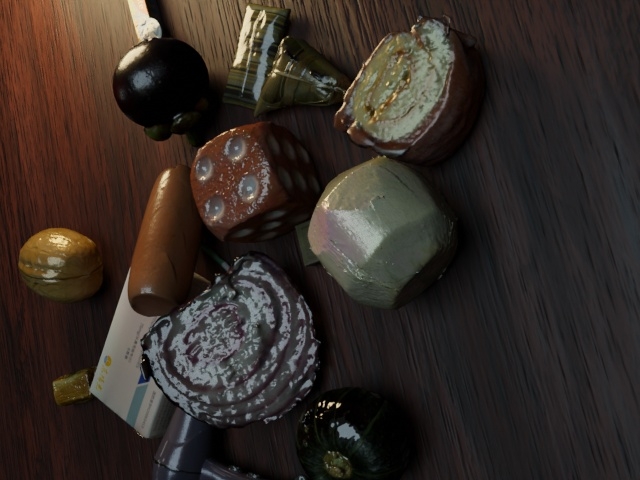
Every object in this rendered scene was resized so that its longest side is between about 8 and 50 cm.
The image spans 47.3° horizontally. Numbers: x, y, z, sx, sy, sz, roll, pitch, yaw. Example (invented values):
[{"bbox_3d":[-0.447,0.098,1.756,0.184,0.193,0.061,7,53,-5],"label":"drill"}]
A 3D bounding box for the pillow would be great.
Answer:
[{"bbox_3d":[-0.128,-0.357,1.421,0.113,0.038,0.203,19,98,32],"label":"pillow"}]

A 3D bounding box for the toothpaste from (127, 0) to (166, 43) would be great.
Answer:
[{"bbox_3d":[-0.370,-0.491,1.584,0.070,0.044,0.193,-25,75,28],"label":"toothpaste"}]

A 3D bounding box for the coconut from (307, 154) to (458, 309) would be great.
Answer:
[{"bbox_3d":[0.090,-0.021,1.153,0.230,0.227,0.227,48,112,20],"label":"coconut"}]

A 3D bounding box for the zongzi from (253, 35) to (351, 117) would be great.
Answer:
[{"bbox_3d":[-0.030,-0.251,1.332,0.189,0.081,0.178,45,118,25],"label":"zongzi"}]

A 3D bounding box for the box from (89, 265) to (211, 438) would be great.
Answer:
[{"bbox_3d":[-0.349,0.211,1.516,0.200,0.065,0.343,27,102,31],"label":"box"}]

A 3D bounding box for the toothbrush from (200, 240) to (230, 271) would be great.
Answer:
[{"bbox_3d":[-0.206,0.037,1.461,0.257,0.018,0.024,36,103,29],"label":"toothbrush"}]

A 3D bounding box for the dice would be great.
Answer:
[{"bbox_3d":[-0.115,-0.104,1.317,0.179,0.175,0.174,-29,71,29],"label":"dice"}]

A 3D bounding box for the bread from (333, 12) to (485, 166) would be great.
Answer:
[{"bbox_3d":[0.160,-0.238,1.178,0.190,0.123,0.244,41,109,26],"label":"bread"}]

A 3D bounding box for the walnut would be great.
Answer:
[{"bbox_3d":[-0.576,0.054,1.621,0.197,0.165,0.165,17,96,25],"label":"walnut"}]

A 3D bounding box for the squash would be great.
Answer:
[{"bbox_3d":[0.052,0.331,1.199,0.193,0.156,0.193,2,96,14],"label":"squash"}]

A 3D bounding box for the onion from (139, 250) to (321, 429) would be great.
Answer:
[{"bbox_3d":[-0.150,0.202,1.344,0.314,0.146,0.280,-35,86,-2],"label":"onion"}]

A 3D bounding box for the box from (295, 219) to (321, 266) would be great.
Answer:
[{"bbox_3d":[0.000,0.000,1.319,0.083,0.035,0.079,-20,77,31],"label":"box"}]

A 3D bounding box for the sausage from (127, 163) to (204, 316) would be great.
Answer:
[{"bbox_3d":[-0.292,-0.006,1.418,0.121,0.121,0.304,-13,57,32],"label":"sausage"}]

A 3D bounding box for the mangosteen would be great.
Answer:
[{"bbox_3d":[-0.303,-0.287,1.456,0.194,0.194,0.230,-18,103,31],"label":"mangosteen"}]

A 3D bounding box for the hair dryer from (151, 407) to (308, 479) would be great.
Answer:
[{"bbox_3d":[-0.142,0.404,1.370,0.361,0.121,0.301,12,85,24],"label":"hair dryer"}]

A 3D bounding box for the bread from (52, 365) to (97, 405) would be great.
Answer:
[{"bbox_3d":[-0.546,0.330,1.646,0.132,0.053,0.074,-23,79,30],"label":"bread"}]
